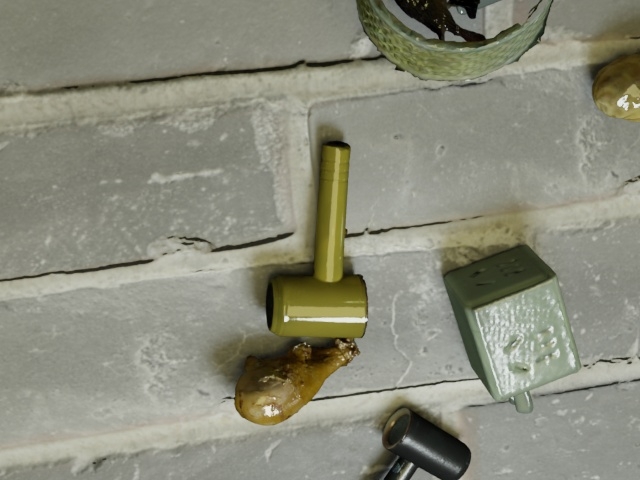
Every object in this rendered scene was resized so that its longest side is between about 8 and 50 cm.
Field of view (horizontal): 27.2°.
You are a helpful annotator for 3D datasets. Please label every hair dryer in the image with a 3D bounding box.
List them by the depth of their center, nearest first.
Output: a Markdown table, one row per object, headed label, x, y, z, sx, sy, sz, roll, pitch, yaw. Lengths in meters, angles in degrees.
| label | x | y | z | sx | sy | sz | roll | pitch | yaw |
| --- | --- | --- | --- | --- | --- | --- | --- | --- | --- |
| hair dryer | 0.000 | 0.000 | 1.849 | 0.134 | 0.090 | 0.279 | 2 | 102 | -10 |
| hair dryer | 0.113 | 0.387 | 2.000 | 0.128 | 0.070 | 0.255 | 30 | 97 | -21 |

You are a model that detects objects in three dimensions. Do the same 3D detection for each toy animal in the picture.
| label | x | y | z | sx | sy | sz | roll | pitch | yaw |
| --- | --- | --- | --- | --- | --- | --- | --- | --- | --- |
| toy animal | 0.136 | -0.322 | 1.760 | 0.202 | 0.070 | 0.105 | 20 | 70 | 2 |

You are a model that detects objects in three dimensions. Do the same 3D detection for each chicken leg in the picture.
| label | x | y | z | sx | sy | sz | roll | pitch | yaw |
| --- | --- | --- | --- | --- | --- | --- | --- | --- | --- |
| chicken leg | -0.037 | 0.192 | 1.905 | 0.207 | 0.101 | 0.085 | -30 | 118 | -22 |

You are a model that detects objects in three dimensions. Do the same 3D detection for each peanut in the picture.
| label | x | y | z | sx | sy | sz | roll | pitch | yaw |
| --- | --- | --- | --- | --- | --- | --- | --- | --- | --- |
| peanut | 0.491 | -0.229 | 1.857 | 0.229 | 0.098 | 0.103 | -18 | 153 | -4 |

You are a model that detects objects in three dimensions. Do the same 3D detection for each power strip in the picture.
| label | x | y | z | sx | sy | sz | roll | pitch | yaw |
| --- | --- | --- | --- | --- | --- | --- | --- | --- | --- |
| power strip | 0.285 | 0.144 | 1.919 | 0.140 | 0.139 | 0.224 | -22 | 111 | -4 |

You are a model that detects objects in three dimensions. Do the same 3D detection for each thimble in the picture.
| label | x | y | z | sx | sy | sz | roll | pitch | yaw |
| --- | --- | --- | --- | --- | --- | --- | --- | --- | --- |
| thimble | 0.174 | -0.345 | 1.663 | 0.270 | 0.150 | 0.271 | 0 | 83 | 2 |

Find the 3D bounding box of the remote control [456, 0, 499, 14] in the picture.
| label | x | y | z | sx | sy | sz | roll | pitch | yaw |
| --- | --- | --- | --- | --- | --- | --- | --- | --- | --- |
| remote control | 0.268 | -0.360 | 1.800 | 0.184 | 0.027 | 0.050 | -22 | 112 | -2 |
